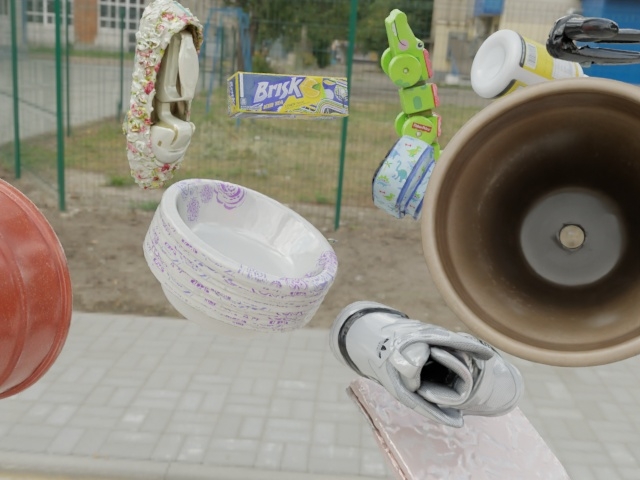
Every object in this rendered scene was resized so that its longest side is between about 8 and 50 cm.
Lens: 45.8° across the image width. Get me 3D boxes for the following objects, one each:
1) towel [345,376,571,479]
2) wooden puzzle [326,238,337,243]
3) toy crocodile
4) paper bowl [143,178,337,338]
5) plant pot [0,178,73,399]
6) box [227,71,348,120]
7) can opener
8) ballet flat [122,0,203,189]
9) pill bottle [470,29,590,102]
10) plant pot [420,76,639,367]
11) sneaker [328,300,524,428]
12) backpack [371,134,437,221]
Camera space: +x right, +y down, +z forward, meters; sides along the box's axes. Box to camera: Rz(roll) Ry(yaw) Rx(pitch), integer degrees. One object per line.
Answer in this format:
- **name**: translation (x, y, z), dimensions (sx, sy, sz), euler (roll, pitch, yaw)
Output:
- **towel**: translation (0.240, 0.344, 1.290), dimensions (0.332, 0.053, 0.317), euler (-2, 45, -37)
- **wooden puzzle**: translation (0.000, 0.000, 1.506), dimensions (0.049, 0.006, 0.083), euler (9, -5, -29)
- **toy crocodile**: translation (0.195, -0.298, 1.541), dimensions (0.105, 0.340, 0.115), euler (-15, 19, 1)
- **paper bowl**: translation (-0.129, 0.038, 1.153), dimensions (0.284, 0.148, 0.284), euler (24, 25, -12)
- **plant pot**: translation (-0.430, 0.074, 0.729), dimensions (0.273, 0.272, 0.265), euler (7, 11, 11)
- **box**: translation (-0.047, -0.206, 1.095), dimensions (0.169, 0.059, 0.054), euler (-2, 0, -23)
- **can opener**: translation (0.352, -0.242, 0.944), dimensions (0.186, 0.059, 0.073), euler (-1, 20, -36)
- **ballet flat**: translation (-0.186, -0.165, 0.913), dimensions (0.077, 0.240, 0.091), euler (25, 29, 33)
- **pill bottle**: translation (0.325, -0.238, 1.136), dimensions (0.184, 0.103, 0.103), euler (15, 9, -26)
- **plant pot**: translation (0.253, -0.008, 0.773), dimensions (0.263, 0.262, 0.229), euler (10, -2, 19)
- **sneaker**: translation (0.202, 0.208, 1.128), dimensions (0.366, 0.137, 0.210), euler (24, -1, -26)
- **backpack**: translation (0.123, -0.086, 1.043), dimensions (0.084, 0.105, 0.114), euler (29, -7, 15)
